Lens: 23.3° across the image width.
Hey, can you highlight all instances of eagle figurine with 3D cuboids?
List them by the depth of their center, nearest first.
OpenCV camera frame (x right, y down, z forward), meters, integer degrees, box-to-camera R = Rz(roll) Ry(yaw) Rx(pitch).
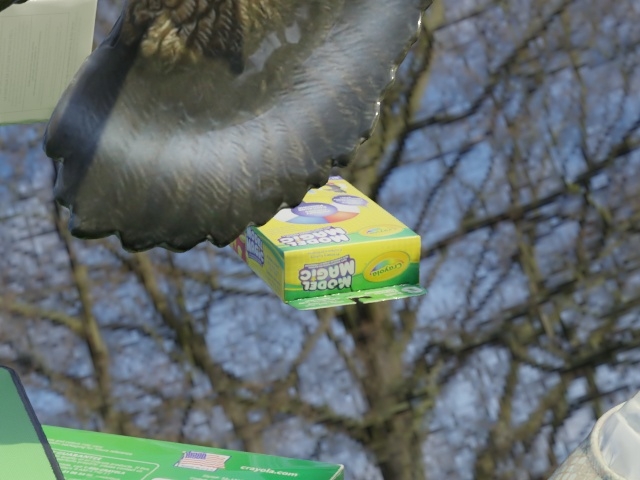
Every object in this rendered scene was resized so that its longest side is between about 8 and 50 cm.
[{"bbox_3d":[-0.038,-0.172,0.707,0.298,0.225,0.226,-67,-6,28],"label":"eagle figurine"}]

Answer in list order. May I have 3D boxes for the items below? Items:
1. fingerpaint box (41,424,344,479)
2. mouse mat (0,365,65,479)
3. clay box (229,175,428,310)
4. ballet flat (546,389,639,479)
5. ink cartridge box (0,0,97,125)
[{"bbox_3d":[-0.212,0.336,1.163,0.445,0.371,0.163,4,14,18],"label":"fingerpaint box"},{"bbox_3d":[-0.204,0.105,0.719,0.152,0.007,0.189,-11,20,-17],"label":"mouse mat"},{"bbox_3d":[0.000,0.000,1.383,0.127,0.053,0.222,-7,19,-20],"label":"clay box"},{"bbox_3d":[0.132,0.050,0.483,0.168,0.057,0.052,-24,-57,-19],"label":"ballet flat"},{"bbox_3d":[-0.279,-0.143,1.175,0.209,0.062,0.109,-10,-52,-32],"label":"ink cartridge box"}]
